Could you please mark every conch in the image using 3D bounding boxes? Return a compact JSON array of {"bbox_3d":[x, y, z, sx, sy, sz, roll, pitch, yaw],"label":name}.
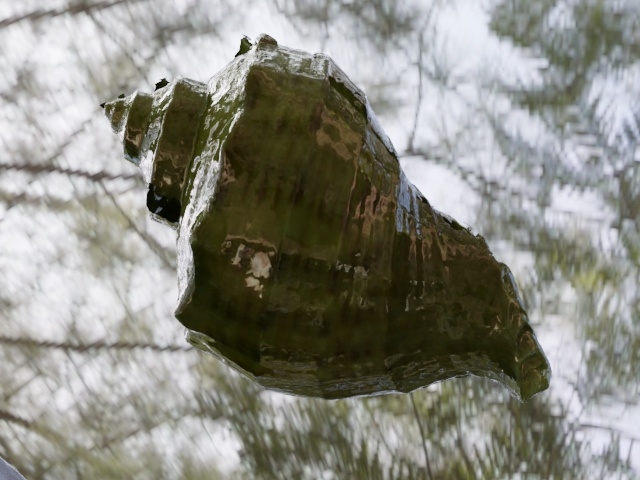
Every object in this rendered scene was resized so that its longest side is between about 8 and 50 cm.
[{"bbox_3d":[0.000,0.000,0.432,0.121,0.089,0.074,31,-92,-4],"label":"conch"}]

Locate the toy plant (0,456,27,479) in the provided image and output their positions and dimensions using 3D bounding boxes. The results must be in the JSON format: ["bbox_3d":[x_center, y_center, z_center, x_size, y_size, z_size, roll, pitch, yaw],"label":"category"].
[{"bbox_3d":[-0.156,0.163,0.484,0.235,0.175,0.218,-40,-154,3],"label":"toy plant"}]
